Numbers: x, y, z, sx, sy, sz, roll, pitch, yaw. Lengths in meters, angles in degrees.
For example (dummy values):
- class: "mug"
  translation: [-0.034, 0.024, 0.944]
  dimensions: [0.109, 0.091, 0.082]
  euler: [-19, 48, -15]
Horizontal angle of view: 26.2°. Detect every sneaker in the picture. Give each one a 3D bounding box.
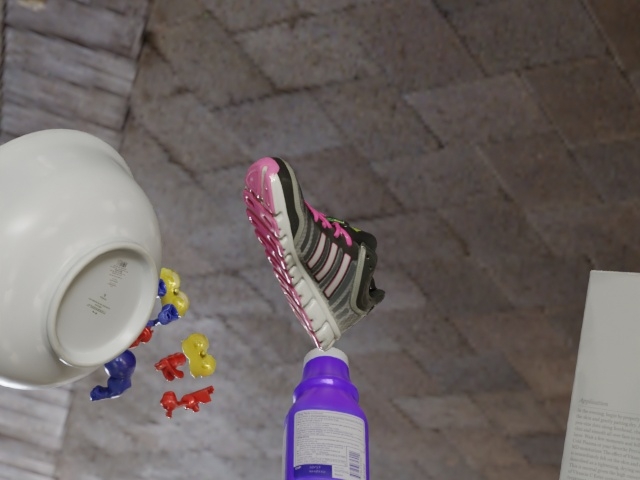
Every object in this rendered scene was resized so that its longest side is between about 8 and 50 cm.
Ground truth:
- class: "sneaker"
  translation: [0.000, 0.000, 0.995]
  dimensions: [0.075, 0.063, 0.170]
  euler: [-30, 126, -10]

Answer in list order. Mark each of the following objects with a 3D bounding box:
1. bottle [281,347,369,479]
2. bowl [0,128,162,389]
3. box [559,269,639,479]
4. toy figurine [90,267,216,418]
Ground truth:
- class: "bottle"
  translation: [0.007, 0.270, 1.893]
  dimensions: [0.118, 0.283, 0.092]
  euler: [8, 131, -8]
- class: "bowl"
  translation: [-0.265, 0.043, 1.442]
  dimensions: [0.134, 0.298, 0.298]
  euler: [29, 160, 34]
- class: "box"
  translation: [0.457, 0.230, 1.822]
  dimensions: [0.168, 0.345, 0.215]
  euler: [4, 171, 45]
- class: "toy figurine"
  translation: [-0.319, 0.096, 1.837]
  dimensions: [0.217, 0.191, 0.362]
  euler: [-22, 96, 20]
